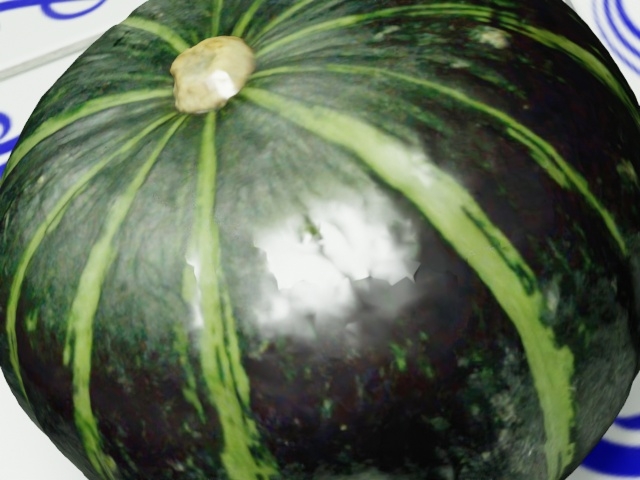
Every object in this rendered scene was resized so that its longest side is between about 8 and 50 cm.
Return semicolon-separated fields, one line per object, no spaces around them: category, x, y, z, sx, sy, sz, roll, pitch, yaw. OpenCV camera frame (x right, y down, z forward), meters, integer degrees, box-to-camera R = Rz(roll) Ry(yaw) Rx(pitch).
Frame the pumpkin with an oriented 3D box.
pumpkin;0.000;0.000;0.771;0.323;0.241;0.323;-12;42;11
